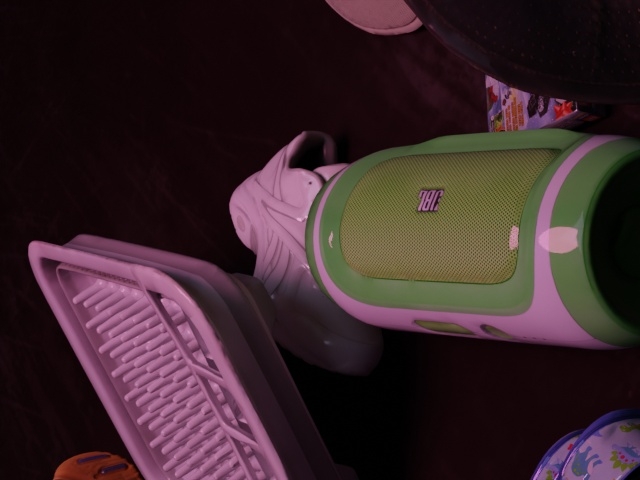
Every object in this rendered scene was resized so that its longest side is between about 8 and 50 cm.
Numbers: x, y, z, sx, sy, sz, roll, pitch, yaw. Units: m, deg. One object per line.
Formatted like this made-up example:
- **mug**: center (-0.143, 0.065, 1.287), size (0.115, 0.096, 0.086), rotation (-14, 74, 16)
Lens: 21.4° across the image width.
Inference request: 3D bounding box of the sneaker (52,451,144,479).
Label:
- **sneaker**: center (-0.177, 0.338, 1.492), size (0.131, 0.112, 0.296), rotation (110, 153, -51)

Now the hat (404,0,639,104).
- **hat**: center (0.166, -0.241, 0.999), size (0.134, 0.331, 0.331), rotation (-20, -56, -78)

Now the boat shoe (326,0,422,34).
- **boat shoe**: center (0.072, -0.213, 1.256), size (0.079, 0.084, 0.233), rotation (-50, 13, -24)

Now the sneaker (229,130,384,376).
- **sneaker**: center (0.000, 0.000, 1.286), size (0.115, 0.090, 0.232), rotation (-56, 40, 30)

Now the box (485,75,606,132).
- **box**: center (0.147, -0.133, 1.135), size (0.094, 0.027, 0.137), rotation (-26, 61, 55)

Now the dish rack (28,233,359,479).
- **dish rack**: center (-0.091, 0.116, 1.313), size (0.333, 0.072, 0.285), rotation (9, 130, 59)

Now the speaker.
- **speaker**: center (0.111, 0.000, 1.066), size (0.296, 0.131, 0.131), rotation (1, 83, 59)

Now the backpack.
- **backpack**: center (0.168, 0.151, 0.951), size (0.114, 0.105, 0.084), rotation (-64, 36, 17)
